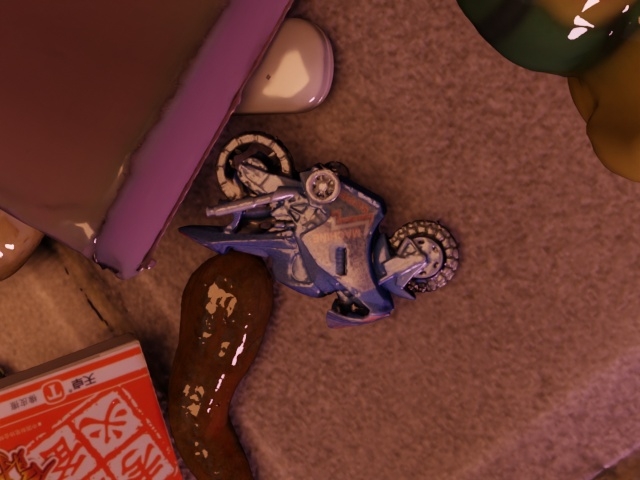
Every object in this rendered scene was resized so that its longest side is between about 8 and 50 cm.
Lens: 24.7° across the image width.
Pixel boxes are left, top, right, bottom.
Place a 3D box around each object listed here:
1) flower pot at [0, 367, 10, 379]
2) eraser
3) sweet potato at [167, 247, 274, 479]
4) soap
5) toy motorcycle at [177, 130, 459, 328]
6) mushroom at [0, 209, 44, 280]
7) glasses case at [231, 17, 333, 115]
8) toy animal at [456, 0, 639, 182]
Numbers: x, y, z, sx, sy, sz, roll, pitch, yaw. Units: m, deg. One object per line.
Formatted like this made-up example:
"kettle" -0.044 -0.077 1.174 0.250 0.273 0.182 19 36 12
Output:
"flower pot" -0.378 0.248 1.215 0.290 0.259 0.290 3 97 21
"eraser" -0.189 0.209 1.185 0.157 0.038 0.230 -20 102 -15
"sweet potato" -0.084 0.115 1.185 0.081 0.062 0.233 9 103 21
"soap" -0.193 -0.158 1.106 0.285 0.107 0.296 28 86 23
"toy motorcycle" 0.000 0.000 1.120 0.205 0.076 0.114 28 100 2
"mushroom" -0.286 -0.034 1.218 0.148 0.112 0.148 0 75 -2
"glasses case" -0.084 -0.136 1.154 0.197 0.049 0.076 2 93 22
"toy animal" 0.219 -0.150 0.940 0.338 0.191 0.216 38 85 -11
